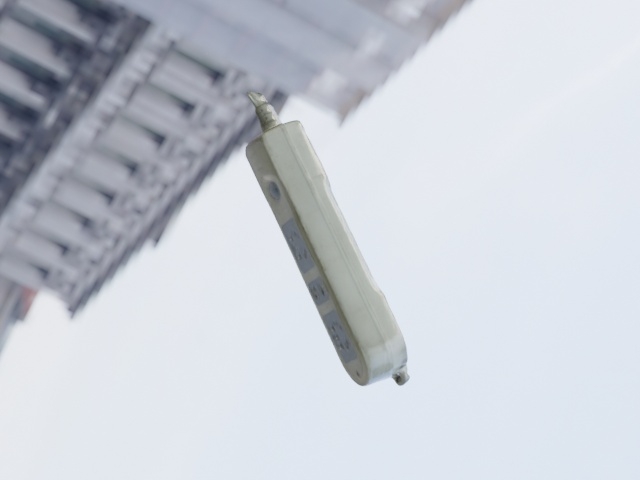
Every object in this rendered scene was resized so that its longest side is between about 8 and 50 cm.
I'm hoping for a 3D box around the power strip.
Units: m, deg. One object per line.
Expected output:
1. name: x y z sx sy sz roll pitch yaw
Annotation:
1. power strip: 0.000 0.000 1.119 0.030 0.191 0.047 -25 177 -18
